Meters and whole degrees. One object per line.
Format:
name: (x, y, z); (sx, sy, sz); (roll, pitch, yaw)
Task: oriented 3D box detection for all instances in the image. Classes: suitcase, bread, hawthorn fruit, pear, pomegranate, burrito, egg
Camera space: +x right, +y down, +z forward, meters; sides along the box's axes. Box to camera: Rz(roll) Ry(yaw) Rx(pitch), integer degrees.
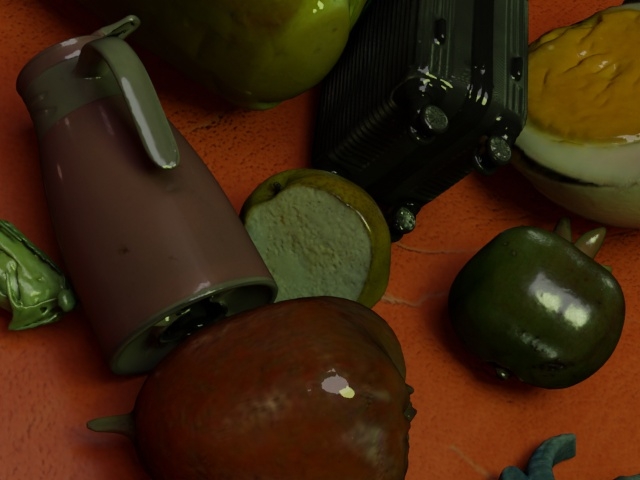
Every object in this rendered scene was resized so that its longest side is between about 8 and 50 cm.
suitcase: (0.094, -0.173, 1.215); (0.128, 0.202, 0.312); (21, 55, -24)
bread: (-0.117, -0.291, 1.139); (0.376, 0.208, 0.251); (36, 96, 5)
hawthorn fruit: (-0.053, 0.139, 0.998); (0.251, 0.199, 0.200); (-5, 62, 1)
pear: (0.000, 0.000, 1.121); (0.141, 0.141, 0.104); (38, 27, 1)
pomegranate: (0.202, 0.049, 1.191); (0.152, 0.131, 0.191); (34, 32, 4)
burrito: (-0.320, -0.014, 1.033); (0.288, 0.054, 0.104); (36, 55, -1)
egg: (0.308, -0.095, 1.283); (0.286, 0.174, 0.264); (-22, 44, -13)

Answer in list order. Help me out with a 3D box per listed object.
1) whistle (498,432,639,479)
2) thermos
whistle: (0.214, 0.248, 1.095); (0.269, 0.093, 0.180); (-16, 45, -31)
thermos: (-0.151, -0.046, 1.052); (0.146, 0.176, 0.265); (-18, 72, -32)
